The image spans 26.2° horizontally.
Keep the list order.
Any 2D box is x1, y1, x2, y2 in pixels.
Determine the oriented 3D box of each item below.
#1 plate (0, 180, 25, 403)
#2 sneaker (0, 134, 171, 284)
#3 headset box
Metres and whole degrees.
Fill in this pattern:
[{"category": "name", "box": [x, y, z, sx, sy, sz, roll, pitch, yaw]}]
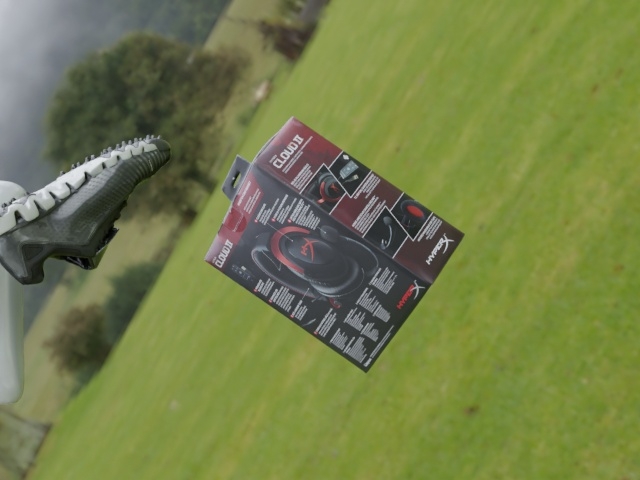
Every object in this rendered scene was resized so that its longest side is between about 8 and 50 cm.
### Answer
[{"category": "plate", "box": [-0.442, 0.032, 1.420, 0.045, 0.277, 0.278, 121, 149, -51]}, {"category": "sneaker", "box": [-0.244, -0.027, 1.441, 0.234, 0.106, 0.078, -32, 11, -31]}, {"category": "headset box", "box": [0.000, 0.000, 1.735, 0.110, 0.293, 0.218, -53, -5, -41]}]
